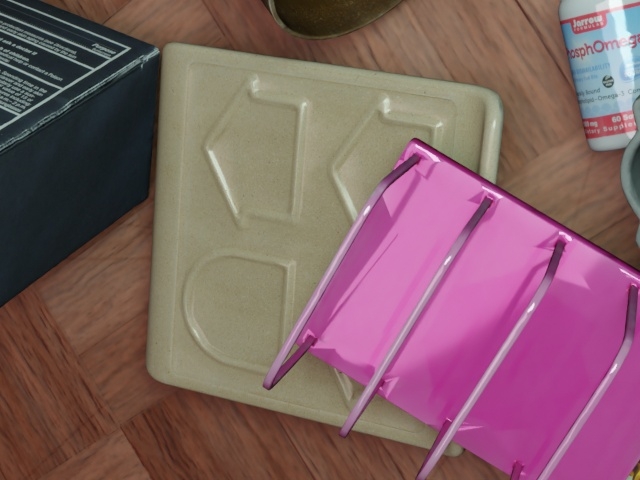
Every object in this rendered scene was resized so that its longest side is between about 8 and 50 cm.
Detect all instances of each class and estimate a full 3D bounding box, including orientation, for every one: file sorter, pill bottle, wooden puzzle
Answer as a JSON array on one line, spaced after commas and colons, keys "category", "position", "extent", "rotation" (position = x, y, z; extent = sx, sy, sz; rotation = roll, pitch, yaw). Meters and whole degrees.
[{"category": "file sorter", "position": [0.130, 0.093, 1.149], "extent": [0.290, 0.182, 0.202], "rotation": [31, 108, 6]}, {"category": "pill bottle", "position": [0.237, -0.156, 1.186], "extent": [0.087, 0.087, 0.160], "rotation": [-12, 96, 27]}, {"category": "wooden puzzle", "position": [0.000, 0.000, 1.347], "extent": [0.347, 0.080, 0.322], "rotation": [13, 106, 28]}]

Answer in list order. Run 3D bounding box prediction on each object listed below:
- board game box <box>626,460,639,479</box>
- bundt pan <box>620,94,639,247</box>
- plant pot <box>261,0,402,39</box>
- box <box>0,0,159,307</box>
[{"category": "board game box", "position": [0.270, 0.241, 1.276], "extent": [0.193, 0.053, 0.305], "rotation": [24, 110, 19]}, {"category": "bundt pan", "position": [0.389, -0.058, 1.069], "extent": [0.330, 0.124, 0.331], "rotation": [18, 136, 18]}, {"category": "plant pot", "position": [-0.022, -0.319, 1.229], "extent": [0.230, 0.215, 0.215], "rotation": [48, 118, 25]}, {"category": "box", "position": [-0.348, -0.094, 1.353], "extent": [0.296, 0.294, 0.183], "rotation": [24, 128, 20]}]
